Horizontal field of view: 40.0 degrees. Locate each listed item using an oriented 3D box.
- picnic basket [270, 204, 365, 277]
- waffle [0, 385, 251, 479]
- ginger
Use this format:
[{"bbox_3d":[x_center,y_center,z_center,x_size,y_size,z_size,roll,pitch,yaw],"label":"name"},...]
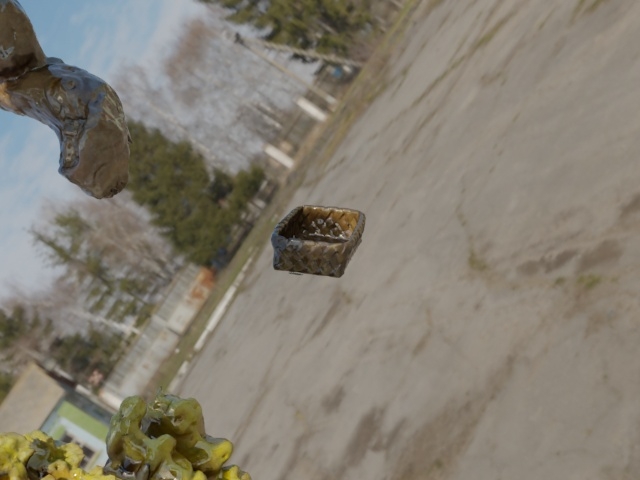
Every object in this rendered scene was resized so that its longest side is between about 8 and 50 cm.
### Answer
[{"bbox_3d":[0.000,0.000,1.153,0.193,0.110,0.055,-51,-33,-73],"label":"picnic basket"},{"bbox_3d":[-0.247,0.314,1.045,0.324,0.261,0.151,-18,10,29],"label":"waffle"},{"bbox_3d":[-0.230,-0.142,0.701,0.084,0.290,0.122,-35,-23,-21],"label":"ginger"}]
